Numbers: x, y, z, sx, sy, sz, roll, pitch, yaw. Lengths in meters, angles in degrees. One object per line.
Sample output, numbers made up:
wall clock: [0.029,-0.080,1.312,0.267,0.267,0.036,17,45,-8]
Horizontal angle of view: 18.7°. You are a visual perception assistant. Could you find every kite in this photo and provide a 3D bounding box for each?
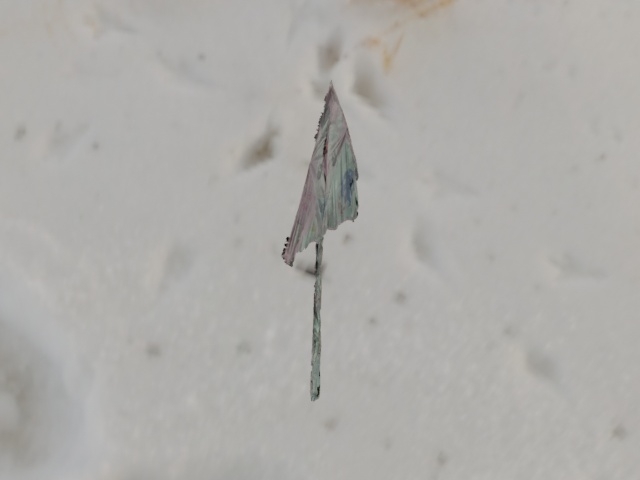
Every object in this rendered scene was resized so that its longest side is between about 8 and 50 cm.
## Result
kite: [-0.001,0.000,0.895,0.005,0.137,0.152,8,79,-13]
